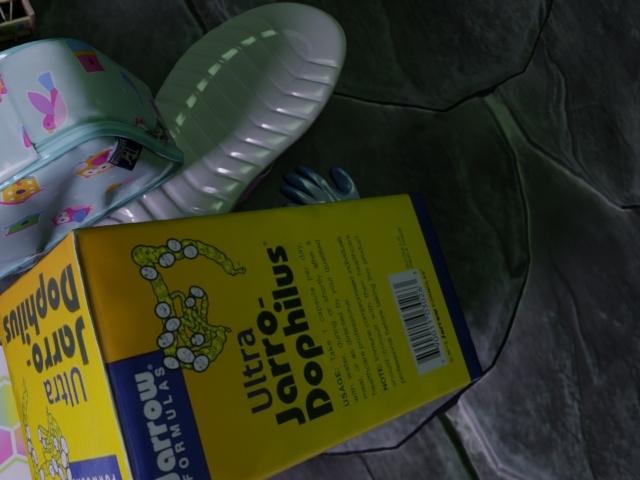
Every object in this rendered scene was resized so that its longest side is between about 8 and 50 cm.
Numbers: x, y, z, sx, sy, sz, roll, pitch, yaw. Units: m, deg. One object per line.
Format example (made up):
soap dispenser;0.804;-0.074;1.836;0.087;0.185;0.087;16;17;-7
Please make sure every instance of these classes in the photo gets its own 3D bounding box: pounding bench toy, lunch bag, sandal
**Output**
pounding bench toy;-0.365;-0.264;0.725;0.065;0.052;0.083;-25;84;-24
lunch bag;-0.263;-0.053;0.580;0.279;0.224;0.108;-29;82;6
sandal;-0.125;-0.101;0.746;0.169;0.102;0.416;34;79;8

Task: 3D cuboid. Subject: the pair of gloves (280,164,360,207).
pair of gloves;0.000;0.000;0.796;0.159;0.023;0.198;33;67;-8

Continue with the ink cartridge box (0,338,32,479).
ink cartridge box;-0.231;0.140;0.597;0.255;0.097;0.188;-30;90;-9

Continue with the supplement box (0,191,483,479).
supplement box;-0.058;0.089;0.575;0.357;0.194;0.195;-9;78;-43
